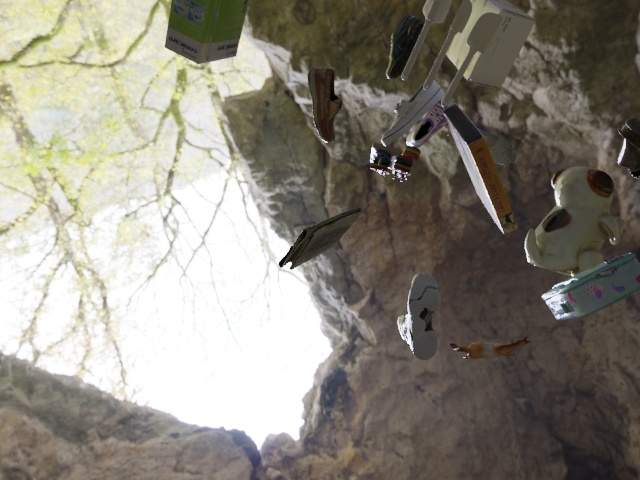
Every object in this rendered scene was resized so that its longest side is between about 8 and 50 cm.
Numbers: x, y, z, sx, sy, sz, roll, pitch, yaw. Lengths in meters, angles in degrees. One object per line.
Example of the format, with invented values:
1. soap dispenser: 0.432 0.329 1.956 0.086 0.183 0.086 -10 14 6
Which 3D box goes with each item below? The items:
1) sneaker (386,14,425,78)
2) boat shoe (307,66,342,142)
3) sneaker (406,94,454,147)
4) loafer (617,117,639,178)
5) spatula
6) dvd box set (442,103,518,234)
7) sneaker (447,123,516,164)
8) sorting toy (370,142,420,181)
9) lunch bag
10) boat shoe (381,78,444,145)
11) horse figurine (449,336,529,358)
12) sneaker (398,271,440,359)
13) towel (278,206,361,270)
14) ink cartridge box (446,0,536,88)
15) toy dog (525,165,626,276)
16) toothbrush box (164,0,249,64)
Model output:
1. sneaker: 0.348 -0.829 2.000 0.101 0.268 0.106 -11 -133 -47
2. boat shoe: 0.031 -0.569 1.970 0.116 0.325 0.123 -1 -143 17
3. sneaker: 0.489 -0.515 1.994 0.282 0.102 0.161 -52 179 1
4. loafer: 1.148 -0.308 1.680 0.130 0.365 0.134 -38 -134 29
5. spatula: 0.278 -0.434 1.049 0.019 0.168 0.242 -47 168 -34
6. dvd box set: 0.583 -0.262 1.702 0.062 0.420 0.308 -26 -145 15
7. sneaker: 0.683 -0.420 1.937 0.293 0.102 0.146 32 -148 13
8. sorting toy: 0.206 -0.219 1.367 0.132 0.046 0.274 21 172 7
9. lunch bag: 0.747 0.136 1.287 0.223 0.108 0.279 -25 162 4
10. boat shoe: 0.293 -0.434 1.561 0.267 0.088 0.096 -42 -166 8
11. horse figurine: 0.604 0.394 1.679 0.263 0.066 0.174 -5 161 14
12. sneaker: 0.415 0.310 2.010 0.137 0.367 0.210 -1 -177 -9
13. towel: 0.000 0.000 1.935 0.324 0.056 0.312 -23 163 -37
14. ink cartridge box: 0.495 -0.614 1.408 0.117 0.207 0.283 10 -142 -13
15. toy dog: 0.945 -0.077 1.759 0.394 0.409 0.284 17 -176 -14
16. toothbrush box: -0.299 -0.656 1.284 0.122 0.283 0.206 28 -146 9
